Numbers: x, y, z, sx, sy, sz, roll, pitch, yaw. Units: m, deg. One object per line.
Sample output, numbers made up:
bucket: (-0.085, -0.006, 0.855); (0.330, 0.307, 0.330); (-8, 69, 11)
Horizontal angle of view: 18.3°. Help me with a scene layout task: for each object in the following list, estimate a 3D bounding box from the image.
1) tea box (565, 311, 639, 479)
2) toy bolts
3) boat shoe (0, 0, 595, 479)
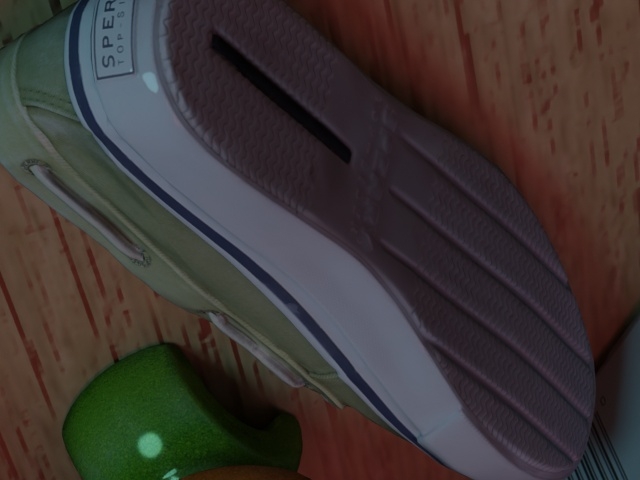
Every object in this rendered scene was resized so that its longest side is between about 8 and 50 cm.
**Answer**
tea box: (0.306, 0.108, 0.828); (0.324, 0.220, 0.329); (17, 121, -28)
toy bolts: (-0.031, 0.191, 0.826); (0.228, 0.158, 0.218); (30, 114, -35)
boat shoe: (0.000, 0.000, 0.736); (0.094, 0.109, 0.302); (-9, 141, 37)
